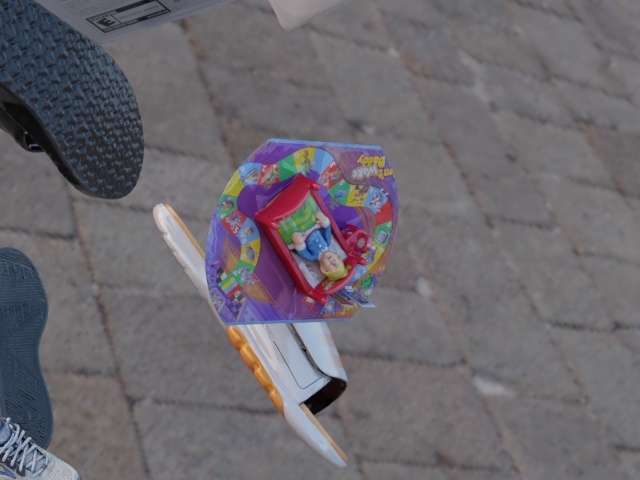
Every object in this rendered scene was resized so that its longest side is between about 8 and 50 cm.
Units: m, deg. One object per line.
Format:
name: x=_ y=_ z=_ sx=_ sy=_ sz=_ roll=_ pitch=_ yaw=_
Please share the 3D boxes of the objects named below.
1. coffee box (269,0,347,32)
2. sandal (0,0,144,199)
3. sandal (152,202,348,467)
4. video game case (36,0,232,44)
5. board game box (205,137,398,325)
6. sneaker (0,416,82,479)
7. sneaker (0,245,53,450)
coffee box: x=0.101 y=-0.409 z=1.081 sx=0.338 sy=0.334 sz=0.338 roll=-32 pitch=99 yaw=-43
sandal: x=-0.364 y=-0.207 z=1.713 sx=0.446 sy=0.107 sz=0.168 roll=49 pitch=55 yaw=-48
sandal: x=-0.040 y=0.063 z=1.133 sx=0.265 sy=0.076 sz=0.102 roll=55 pitch=-4 yaw=8
video game case: x=-0.111 y=-0.210 z=0.924 sx=0.206 sy=0.226 sz=0.026 roll=33 pitch=48 yaw=-60
board game box: x=0.000 y=0.000 z=0.960 sx=0.168 sy=0.133 sz=0.033 roll=1 pitch=17 yaw=-41
sneaker: x=-0.258 y=0.176 z=1.139 sx=0.135 sy=0.058 sz=0.052 roll=19 pitch=45 yaw=12
sneaker: x=-0.450 y=0.170 z=1.876 sx=0.123 sy=0.178 sz=0.296 roll=16 pitch=57 yaw=-44
